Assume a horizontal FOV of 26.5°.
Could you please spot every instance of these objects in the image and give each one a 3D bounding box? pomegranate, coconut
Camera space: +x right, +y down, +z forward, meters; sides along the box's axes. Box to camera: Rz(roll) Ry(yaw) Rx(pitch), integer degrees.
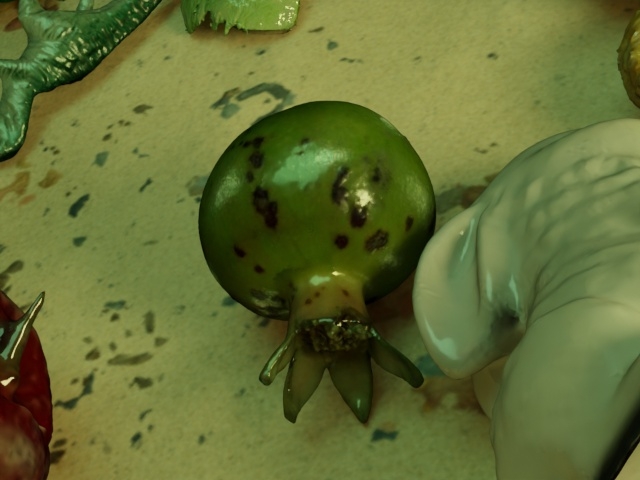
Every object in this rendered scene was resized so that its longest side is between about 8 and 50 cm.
[{"bbox_3d":[0.004,0.012,0.880,0.156,0.156,0.220,-16,75,12],"label":"pomegranate"},{"bbox_3d":[-0.070,-0.235,1.203,0.133,0.055,0.158,-26,41,-1],"label":"coconut"}]

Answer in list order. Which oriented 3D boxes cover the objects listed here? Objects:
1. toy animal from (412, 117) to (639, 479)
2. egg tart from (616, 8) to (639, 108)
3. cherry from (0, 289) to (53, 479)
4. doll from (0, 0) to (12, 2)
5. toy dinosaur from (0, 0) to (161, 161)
[{"bbox_3d":[0.163,0.058,0.731,0.258,0.194,0.357,-47,24,14],"label":"toy animal"},{"bbox_3d":[0.287,-0.121,0.889,0.191,0.074,0.191,-17,34,12],"label":"egg tart"},{"bbox_3d":[-0.290,0.130,0.855,0.300,0.203,0.230,-33,44,14],"label":"cherry"},{"bbox_3d":[-0.308,-0.297,1.343,0.134,0.106,0.186,4,34,23],"label":"doll"},{"bbox_3d":[-0.217,-0.225,1.238,0.129,0.076,0.383,36,74,11],"label":"toy dinosaur"}]
